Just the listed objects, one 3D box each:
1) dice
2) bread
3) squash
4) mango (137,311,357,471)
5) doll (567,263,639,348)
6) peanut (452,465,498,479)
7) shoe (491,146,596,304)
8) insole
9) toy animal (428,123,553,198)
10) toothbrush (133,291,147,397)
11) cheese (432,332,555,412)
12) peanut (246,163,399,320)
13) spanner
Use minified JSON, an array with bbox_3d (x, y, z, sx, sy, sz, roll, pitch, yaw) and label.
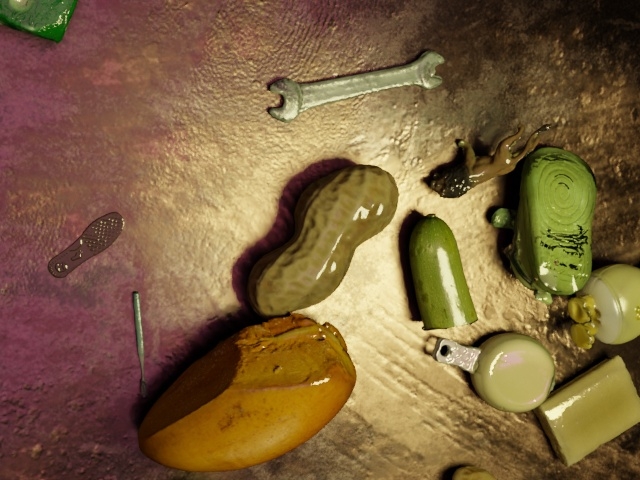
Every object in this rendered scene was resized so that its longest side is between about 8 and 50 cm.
[{"bbox_3d":[-0.396,-0.343,1.278,0.131,0.128,0.120,19,94,-20],"label":"dice"},{"bbox_3d":[0.476,0.301,1.665,0.178,0.060,0.139,-28,103,-11],"label":"bread"},{"bbox_3d":[0.191,0.048,1.533,0.095,0.095,0.188,-16,97,-14],"label":"squash"},{"bbox_3d":[-0.111,0.243,1.417,0.350,0.201,0.199,-30,88,-2],"label":"mango"},{"bbox_3d":[0.557,0.094,1.630,0.296,0.117,0.141,-18,105,-13],"label":"doll"},{"bbox_3d":[0.300,0.502,1.612,0.122,0.137,0.253,-25,109,35],"label":"peanut"},{"bbox_3d":[0.371,-0.028,1.556,0.140,0.128,0.262,12,65,-27],"label":"shoe"},{"bbox_3d":[-0.350,0.007,1.406,0.135,0.002,0.045,-39,106,-8],"label":"insole"},{"bbox_3d":[0.279,-0.136,1.532,0.219,0.086,0.069,-32,129,12],"label":"toy animal"},{"bbox_3d":[-0.277,0.161,1.443,0.011,0.014,0.167,-4,99,-7],"label":"toothbrush"},{"bbox_3d":[0.292,0.214,1.596,0.227,0.064,0.137,19,88,-19],"label":"cheese"},{"bbox_3d":[0.000,0.000,1.452,0.136,0.120,0.298,38,86,6],"label":"peanut"},{"bbox_3d":[0.060,-0.245,1.487,0.302,0.017,0.071,-13,102,-14],"label":"spanner"}]
